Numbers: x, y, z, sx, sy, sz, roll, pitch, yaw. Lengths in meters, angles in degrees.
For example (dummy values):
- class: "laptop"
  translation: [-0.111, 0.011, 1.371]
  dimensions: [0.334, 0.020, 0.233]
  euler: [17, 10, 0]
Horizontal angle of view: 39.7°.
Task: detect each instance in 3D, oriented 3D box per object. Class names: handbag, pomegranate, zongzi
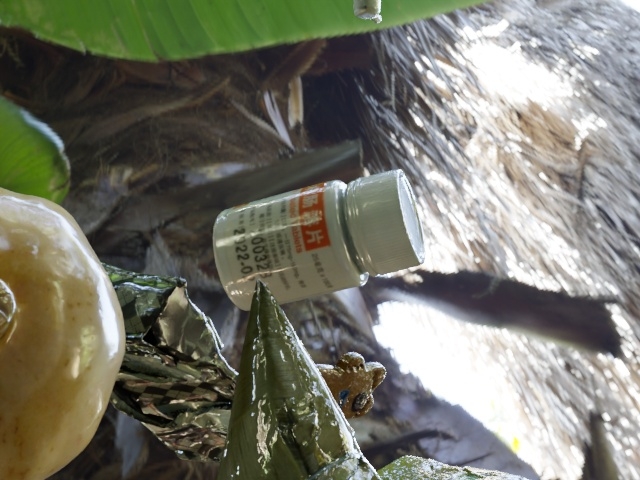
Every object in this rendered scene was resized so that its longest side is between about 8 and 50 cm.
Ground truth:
- class: "handbag"
  translation: [-0.218, 0.215, 1.442]
  dimensions: [0.316, 0.180, 0.416]
  euler: [2, -41, 42]
- class: "pomegranate"
  translation: [-0.439, 0.124, 1.102]
  dimensions: [0.411, 0.412, 0.412]
  euler: [-4, -58, -7]
- class: "zongzi"
  translation: [-0.082, 0.267, 0.927]
  dimensions: [0.323, 0.361, 0.160]
  euler: [-39, -24, 25]

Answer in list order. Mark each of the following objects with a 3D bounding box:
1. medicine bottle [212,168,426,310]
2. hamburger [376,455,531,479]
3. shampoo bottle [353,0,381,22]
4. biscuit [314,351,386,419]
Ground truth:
- class: "medicine bottle"
  translation: [0.000, 0.000, 1.137]
  dimensions: [0.251, 0.145, 0.145]
  euler: [-11, -56, 15]
- class: "hamburger"
  translation: [0.120, 0.353, 1.008]
  dimensions: [0.287, 0.192, 0.168]
  euler: [-1, -87, 36]
- class: "shampoo bottle"
  translation: [0.051, -0.361, 0.906]
  dimensions: [0.085, 0.085, 0.263]
  euler: [2, -90, -11]
- class: "biscuit"
  translation: [0.019, 0.286, 1.630]
  dimensions: [0.236, 0.039, 0.180]
  euler: [0, -60, -38]
